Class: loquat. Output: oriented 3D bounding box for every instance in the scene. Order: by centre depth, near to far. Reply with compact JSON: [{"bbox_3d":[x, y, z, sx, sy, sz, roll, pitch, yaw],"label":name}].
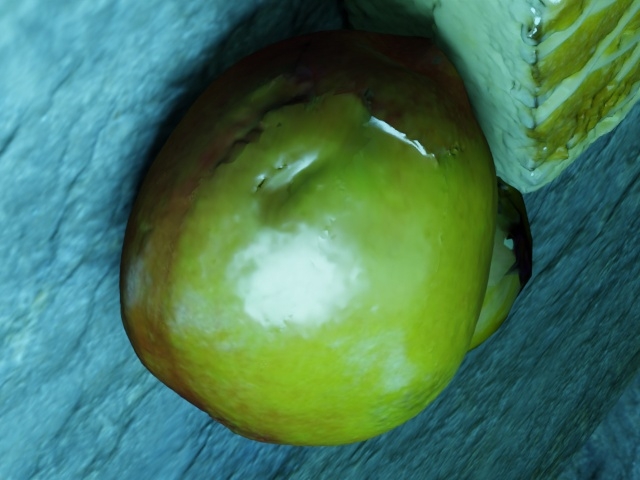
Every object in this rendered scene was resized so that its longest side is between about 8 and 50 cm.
[{"bbox_3d":[0.097,0.003,1.750,0.235,0.235,0.235,-43,153,-28],"label":"loquat"}]

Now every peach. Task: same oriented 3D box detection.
[{"bbox_3d":[0.000,-0.002,1.468,0.372,0.290,0.373,-11,135,-12],"label":"peach"}]

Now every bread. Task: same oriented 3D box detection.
[{"bbox_3d":[0.209,-0.300,1.510,0.390,0.279,0.371,-49,157,-15],"label":"bread"}]
